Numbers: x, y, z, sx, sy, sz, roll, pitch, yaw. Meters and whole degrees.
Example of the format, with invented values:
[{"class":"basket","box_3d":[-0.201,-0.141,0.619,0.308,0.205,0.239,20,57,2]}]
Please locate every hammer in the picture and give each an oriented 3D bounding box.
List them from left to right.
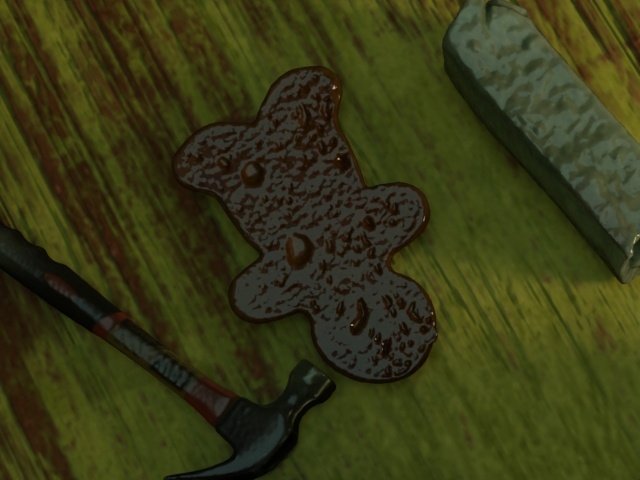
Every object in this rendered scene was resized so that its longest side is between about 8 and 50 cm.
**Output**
[{"class":"hammer","box_3d":[-0.135,0.049,1.128,0.288,0.033,0.111,36,82,14]}]

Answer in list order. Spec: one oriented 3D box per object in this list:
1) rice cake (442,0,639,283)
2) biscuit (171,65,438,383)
[{"class":"rice cake","box_3d":[0.150,-0.060,1.101,0.063,0.069,0.206,-37,77,-5]},{"class":"biscuit","box_3d":[0.000,0.000,1.122,0.138,0.031,0.205,-33,74,-1]}]
